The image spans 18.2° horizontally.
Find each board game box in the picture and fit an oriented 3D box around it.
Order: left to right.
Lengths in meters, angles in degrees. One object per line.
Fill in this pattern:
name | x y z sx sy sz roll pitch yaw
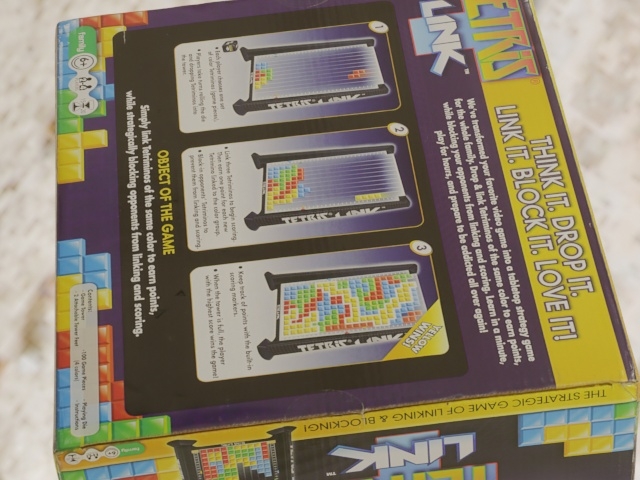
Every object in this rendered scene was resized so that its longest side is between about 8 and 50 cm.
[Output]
board game box | 0.000 0.000 0.539 0.170 0.141 0.048 -97 -178 -47
